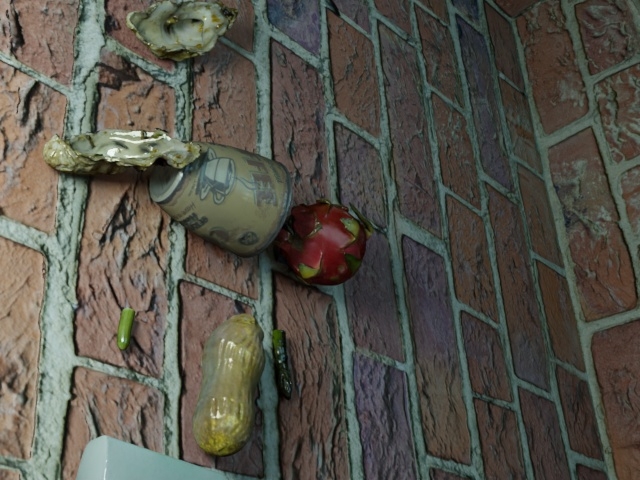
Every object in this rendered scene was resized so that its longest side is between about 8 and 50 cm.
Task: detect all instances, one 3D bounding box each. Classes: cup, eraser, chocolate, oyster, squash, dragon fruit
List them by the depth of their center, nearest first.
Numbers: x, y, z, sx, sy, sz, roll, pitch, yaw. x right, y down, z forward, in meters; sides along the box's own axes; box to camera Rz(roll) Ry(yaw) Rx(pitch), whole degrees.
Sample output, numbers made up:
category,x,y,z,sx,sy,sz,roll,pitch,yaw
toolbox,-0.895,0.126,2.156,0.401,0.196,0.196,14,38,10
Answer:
category,x,y,z,sx,sy,sz,roll,pitch,yaw
eraser,-0.287,0.471,1.614,0.290,0.104,0.189,31,50,-37
squash,-0.374,0.172,1.765,0.027,0.027,0.083,33,45,-35
oyster,-0.386,-0.164,1.829,0.166,0.294,0.094,-84,180,-69
chocolate,-0.184,0.287,1.850,0.134,0.134,0.309,36,47,-33
cup,-0.236,-0.132,2.008,0.257,0.227,0.301,26,20,-35
dragon fruit,0.005,0.002,2.202,0.227,0.224,0.224,39,37,-60
oyster,-0.326,-0.506,2.204,0.166,0.110,0.341,52,39,-6

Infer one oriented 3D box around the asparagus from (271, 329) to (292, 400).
category,x,y,z,sx,sy,sz,roll,pitch,yaw
asparagus,-0.084,0.279,2.062,0.036,0.030,0.165,25,48,-55
